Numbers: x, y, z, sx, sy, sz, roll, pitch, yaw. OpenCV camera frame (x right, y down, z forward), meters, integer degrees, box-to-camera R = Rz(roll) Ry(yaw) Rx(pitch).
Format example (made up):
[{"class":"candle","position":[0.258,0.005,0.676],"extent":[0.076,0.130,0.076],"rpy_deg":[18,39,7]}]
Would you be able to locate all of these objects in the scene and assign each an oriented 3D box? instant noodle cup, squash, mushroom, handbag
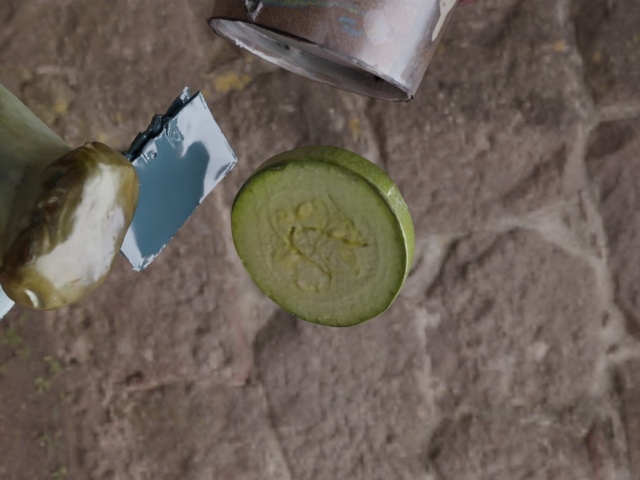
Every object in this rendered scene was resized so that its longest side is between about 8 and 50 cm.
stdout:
[{"class":"instant noodle cup","position":[0.026,-0.231,0.825],"extent":[0.217,0.217,0.207],"rpy_deg":[16,94,-75]},{"class":"squash","position":[0.000,0.000,1.411],"extent":[0.049,0.252,0.252],"rpy_deg":[-51,134,-58]},{"class":"mushroom","position":[-0.254,-0.078,0.645],"extent":[0.107,0.333,0.087],"rpy_deg":[-53,168,-16]},{"class":"handbag","position":[-0.211,-0.081,1.399],"extent":[0.221,0.057,0.144],"rpy_deg":[-51,146,-24]}]

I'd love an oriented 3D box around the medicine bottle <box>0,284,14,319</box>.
[{"class":"medicine bottle","position":[-0.485,-0.019,1.244],"extent":[0.290,0.245,0.245],"rpy_deg":[23,-52,59]}]

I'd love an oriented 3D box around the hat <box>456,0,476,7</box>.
[{"class":"hat","position":[0.131,-0.317,1.221],"extent":[0.089,0.205,0.205],"rpy_deg":[-65,167,5]}]
